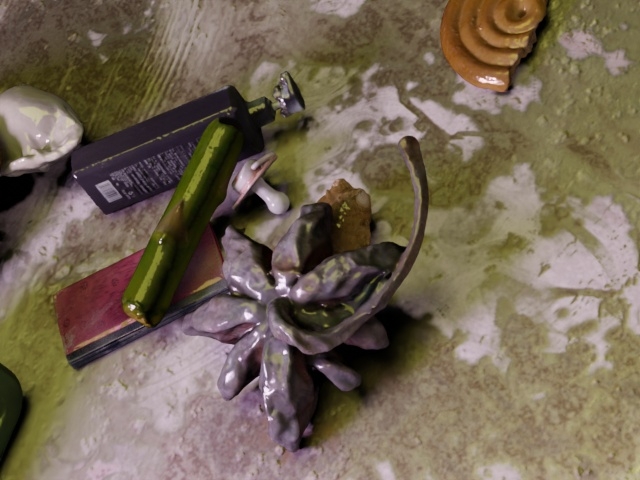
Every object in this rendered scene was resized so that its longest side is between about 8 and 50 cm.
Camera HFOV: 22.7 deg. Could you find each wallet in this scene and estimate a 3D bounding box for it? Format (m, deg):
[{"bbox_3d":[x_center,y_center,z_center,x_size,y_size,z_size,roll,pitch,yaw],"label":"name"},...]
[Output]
[{"bbox_3d":[-0.228,0.065,2.025,0.232,0.025,0.119,-26,51,7],"label":"wallet"}]

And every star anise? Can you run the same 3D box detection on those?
[{"bbox_3d":[-0.030,0.061,1.832,0.315,0.139,0.360,-4,75,21],"label":"star anise"}]

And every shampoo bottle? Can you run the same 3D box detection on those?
[{"bbox_3d":[-0.166,-0.130,2.075,0.309,0.098,0.071,-21,48,12],"label":"shampoo bottle"}]

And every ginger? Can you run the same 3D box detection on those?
[{"bbox_3d":[0.006,0.005,1.932,0.165,0.067,0.096,-47,60,11],"label":"ginger"}]

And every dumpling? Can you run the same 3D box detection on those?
[{"bbox_3d":[-0.405,-0.140,2.178,0.151,0.124,0.229,-49,32,-9],"label":"dumpling"}]

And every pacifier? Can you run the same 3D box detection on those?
[{"bbox_3d":[-0.069,-0.067,2.014,0.078,0.099,0.081,41,57,1],"label":"pacifier"}]

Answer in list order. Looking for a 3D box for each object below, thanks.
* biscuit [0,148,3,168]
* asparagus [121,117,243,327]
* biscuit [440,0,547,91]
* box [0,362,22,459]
[{"bbox_3d":[-0.561,-0.049,2.191,0.335,0.078,0.329,26,92,47],"label":"biscuit"},{"bbox_3d":[-0.171,-0.021,1.988,0.060,0.067,0.278,7,64,43],"label":"asparagus"},{"bbox_3d":[0.225,-0.295,2.039,0.144,0.033,0.224,15,66,32],"label":"biscuit"},{"bbox_3d":[-0.534,0.258,1.917,0.177,0.253,0.329,1,58,41],"label":"box"}]
